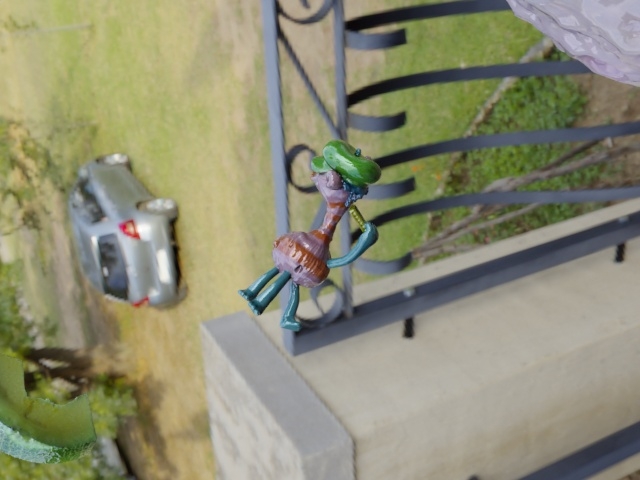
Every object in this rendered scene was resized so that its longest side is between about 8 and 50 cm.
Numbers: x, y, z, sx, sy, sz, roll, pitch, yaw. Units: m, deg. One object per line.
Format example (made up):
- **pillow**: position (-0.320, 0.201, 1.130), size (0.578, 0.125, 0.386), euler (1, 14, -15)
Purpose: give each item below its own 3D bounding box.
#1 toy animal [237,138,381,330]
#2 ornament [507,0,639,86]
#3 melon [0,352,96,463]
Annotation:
- **toy animal**: position (0.000, 0.000, 0.919), size (0.103, 0.100, 0.208), euler (35, 95, 24)
- **ornament**: position (0.173, -0.172, 0.311), size (0.225, 0.259, 0.259), euler (30, 142, 9)
- **melon**: position (-0.409, 0.237, 1.208), size (0.064, 0.209, 0.118), euler (-43, 28, 43)
